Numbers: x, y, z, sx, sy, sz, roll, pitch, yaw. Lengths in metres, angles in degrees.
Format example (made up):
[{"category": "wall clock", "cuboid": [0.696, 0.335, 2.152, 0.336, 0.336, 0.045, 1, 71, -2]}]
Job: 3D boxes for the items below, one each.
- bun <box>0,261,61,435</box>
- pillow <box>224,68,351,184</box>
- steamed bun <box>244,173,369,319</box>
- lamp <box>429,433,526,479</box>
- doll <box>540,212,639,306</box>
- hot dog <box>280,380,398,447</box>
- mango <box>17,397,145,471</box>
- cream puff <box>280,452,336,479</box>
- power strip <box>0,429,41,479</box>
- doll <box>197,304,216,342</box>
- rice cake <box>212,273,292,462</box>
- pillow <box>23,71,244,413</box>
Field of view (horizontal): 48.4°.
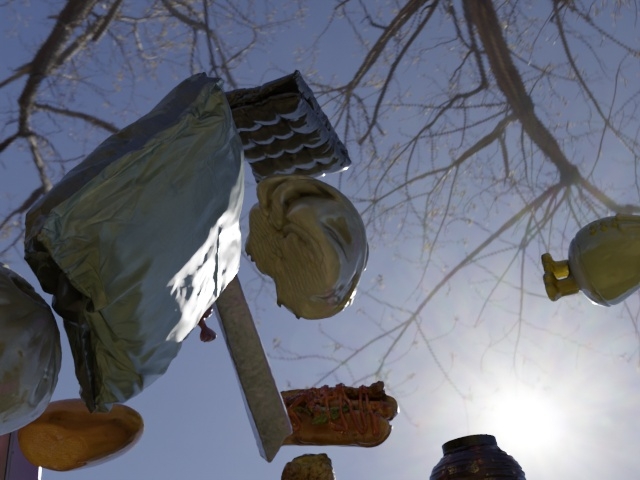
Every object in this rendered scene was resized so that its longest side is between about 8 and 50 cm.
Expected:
[{"category": "bun", "cuboid": [-0.323, 0.083, 0.673, 0.127, 0.178, 0.193, -32, -114, -7]}, {"category": "pillow", "cuboid": [-0.090, -0.227, 1.555, 0.228, 0.326, 0.101, -12, -116, 18]}, {"category": "steamed bun", "cuboid": [0.000, 0.000, 1.441, 0.268, 0.207, 0.280, 45, -39, 25]}, {"category": "lamp", "cuboid": [0.383, 0.599, 1.734, 0.246, 0.247, 0.247, 9, -64, 19]}, {"category": "doll", "cuboid": [0.452, -0.001, 0.997, 0.296, 0.141, 0.117, -37, -78, 27]}, {"category": "hot dog", "cuboid": [0.010, 0.394, 1.634, 0.348, 0.158, 0.117, -8, -66, 31]}, {"category": "mango", "cuboid": [-0.382, 0.308, 1.161, 0.217, 0.102, 0.141, -12, -58, 19]}, {"category": "cream puff", "cuboid": [-0.024, 0.531, 1.565, 0.133, 0.104, 0.119, -38, -104, 30]}, {"category": "power strip", "cuboid": [-0.686, 0.472, 1.632, 0.037, 0.279, 0.109, -19, -35, 17]}, {"category": "doll", "cuboid": [-0.310, 0.116, 1.637, 0.093, 0.211, 0.262, -25, -91, 20]}, {"category": "rice cake", "cuboid": [-0.119, 0.146, 1.064, 0.073, 0.056, 0.365, 129, -58, -71]}, {"category": "pillow", "cuboid": [-0.180, 0.009, 0.781, 0.138, 0.310, 0.284, 16, -45, 20]}]
